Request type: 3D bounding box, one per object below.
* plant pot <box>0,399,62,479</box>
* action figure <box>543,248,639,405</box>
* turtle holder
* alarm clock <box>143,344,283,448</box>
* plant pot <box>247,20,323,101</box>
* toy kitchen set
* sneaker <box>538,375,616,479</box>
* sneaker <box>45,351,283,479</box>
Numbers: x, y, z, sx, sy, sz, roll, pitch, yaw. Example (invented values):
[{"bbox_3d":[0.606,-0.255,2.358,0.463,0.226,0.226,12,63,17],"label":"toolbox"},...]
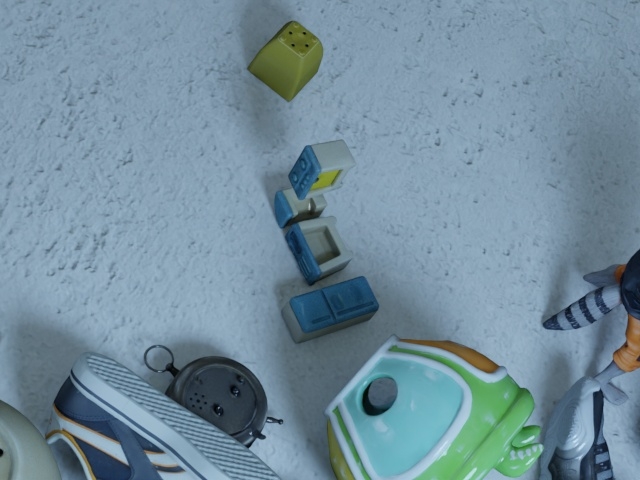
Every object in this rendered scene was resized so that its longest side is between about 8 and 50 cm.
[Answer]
[{"bbox_3d":[-0.412,0.279,1.650,0.284,0.191,0.284,9,61,-17],"label":"plant pot"},{"bbox_3d":[0.442,0.104,1.978,0.178,0.330,0.341,21,58,-9],"label":"action figure"},{"bbox_3d":[0.109,0.264,1.851,0.227,0.320,0.243,42,25,4],"label":"turtle holder"},{"bbox_3d":[-0.147,0.198,1.872,0.192,0.064,0.129,39,57,7],"label":"alarm clock"},{"bbox_3d":[-0.043,-0.270,2.146,0.081,0.083,0.081,38,56,2],"label":"plant pot"},{"bbox_3d":[0.000,0.000,1.967,0.122,0.166,0.207,-17,70,-27],"label":"toy kitchen set"},{"bbox_3d":[0.375,0.323,1.978,0.153,0.101,0.269,20,64,-10],"label":"sneaker"},{"bbox_3d":[-0.182,0.271,1.766,0.321,0.126,0.127,34,101,9],"label":"sneaker"}]
